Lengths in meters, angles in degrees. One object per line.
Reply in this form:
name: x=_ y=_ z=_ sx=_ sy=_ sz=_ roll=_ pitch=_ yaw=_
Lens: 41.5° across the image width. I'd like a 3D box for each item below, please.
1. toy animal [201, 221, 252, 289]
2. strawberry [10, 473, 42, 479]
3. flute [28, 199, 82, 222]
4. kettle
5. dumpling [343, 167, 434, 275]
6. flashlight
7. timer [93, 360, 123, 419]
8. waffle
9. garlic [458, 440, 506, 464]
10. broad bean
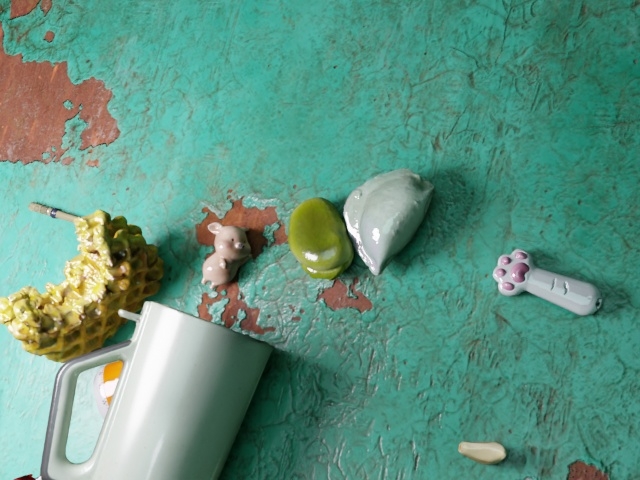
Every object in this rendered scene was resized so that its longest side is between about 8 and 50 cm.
toy animal: x=-0.198 y=0.030 z=1.742 sx=0.089 sy=0.083 sz=0.150 roll=21 pitch=82 yaw=24
strawberry: x=-0.614 y=0.614 z=1.682 sx=0.306 sy=0.138 sz=0.233 roll=-39 pitch=44 yaw=29
flute: x=-0.567 y=-0.052 z=1.911 sx=0.233 sy=0.027 sz=0.027 roll=15 pitch=79 yaw=21
kettle: x=-0.315 y=0.310 z=1.570 sx=0.361 sy=0.250 sz=0.376 roll=22 pitch=82 yaw=-17
dumpling: x=0.129 y=-0.041 z=1.659 sx=0.149 sy=0.105 sz=0.216 roll=25 pitch=88 yaw=51
flashlight: x=0.417 y=0.082 z=1.554 sx=0.200 sy=0.047 sz=0.093 roll=22 pitch=81 yaw=23
timer: x=-0.387 y=0.303 z=1.710 sx=0.136 sy=0.099 sz=0.136 roll=-1 pitch=80 yaw=4
waffle: x=-0.477 y=0.100 z=1.710 sx=0.324 sy=0.261 sz=0.151 roll=-44 pitch=59 yaw=-2
garlic: x=0.287 y=0.375 z=1.499 sx=0.083 sy=0.053 sz=0.041 roll=6 pitch=73 yaw=13
broad bean: x=0.000 y=0.000 z=1.697 sx=0.124 sy=0.082 sz=0.174 roll=-34 pitch=57 yaw=4
